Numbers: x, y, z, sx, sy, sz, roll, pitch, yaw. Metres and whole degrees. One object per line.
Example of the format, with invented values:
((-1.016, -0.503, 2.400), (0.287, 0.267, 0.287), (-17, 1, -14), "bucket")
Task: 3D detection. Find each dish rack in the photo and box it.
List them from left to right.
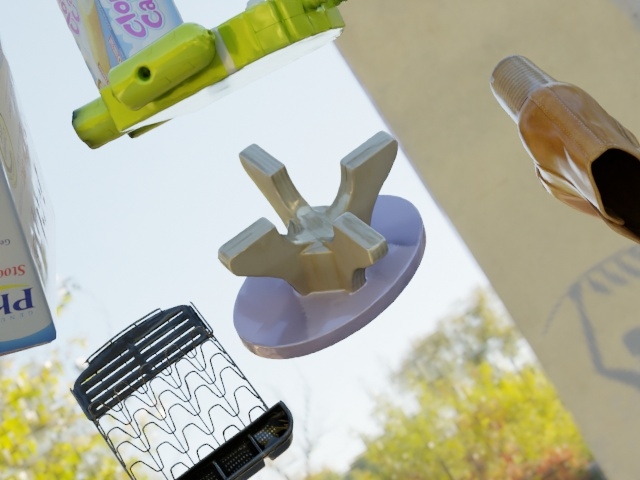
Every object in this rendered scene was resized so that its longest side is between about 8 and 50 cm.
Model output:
((-0.175, 0.197, 1.538), (0.208, 0.271, 0.074), (-35, -30, -9), "dish rack")

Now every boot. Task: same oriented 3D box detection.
((0.287, -0.049, 1.258), (0.104, 0.211, 0.295), (-43, -49, 11), "boot")

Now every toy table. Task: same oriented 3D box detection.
((0.000, 0.000, 1.539), (0.274, 0.252, 0.161), (-47, -38, -25), "toy table")

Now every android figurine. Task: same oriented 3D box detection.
((-0.090, -0.164, 1.168), (0.273, 0.056, 0.248), (-26, 2, 23), "android figurine")

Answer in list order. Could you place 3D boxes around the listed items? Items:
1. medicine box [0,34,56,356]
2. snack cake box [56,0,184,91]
((-0.376, -0.063, 1.319), (0.149, 0.263, 0.289), (-13, -58, -4), "medicine box")
((-0.259, -0.304, 1.573), (0.089, 0.264, 0.152), (-22, -11, -25), "snack cake box")
